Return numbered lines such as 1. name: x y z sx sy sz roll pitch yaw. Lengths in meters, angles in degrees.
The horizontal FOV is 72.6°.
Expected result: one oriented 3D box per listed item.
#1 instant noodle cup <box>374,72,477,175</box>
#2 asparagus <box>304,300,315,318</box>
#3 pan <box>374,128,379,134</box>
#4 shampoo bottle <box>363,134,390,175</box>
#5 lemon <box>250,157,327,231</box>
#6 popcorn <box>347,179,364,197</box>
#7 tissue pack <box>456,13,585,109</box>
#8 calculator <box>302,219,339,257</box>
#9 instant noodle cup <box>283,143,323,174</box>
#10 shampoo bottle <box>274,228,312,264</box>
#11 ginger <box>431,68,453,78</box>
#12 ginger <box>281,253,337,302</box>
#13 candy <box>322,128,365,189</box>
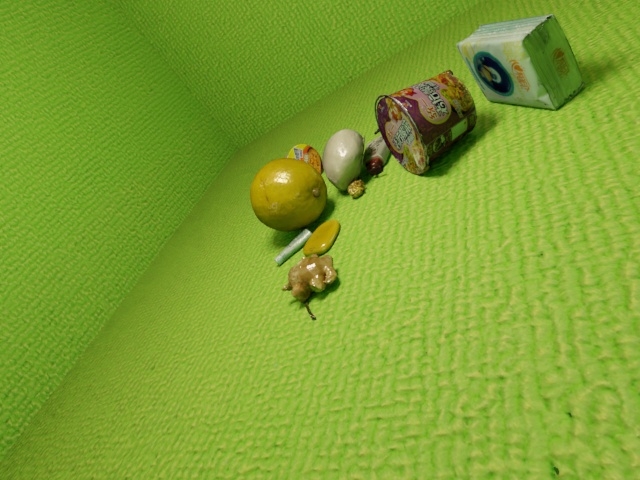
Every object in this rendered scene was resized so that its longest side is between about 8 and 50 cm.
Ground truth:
1. instant noodle cup: 0.405 -0.452 1.647 0.266 0.339 0.340 -30 25 -6
2. asparagus: -0.036 0.231 1.436 0.015 0.014 0.114 -54 25 8
3. pan: 0.366 -0.643 2.288 0.235 0.028 0.136 -42 25 -5
4. shampoo bottle: 0.257 -0.374 1.959 0.153 0.071 0.284 -26 31 32
5. lemon: -0.138 -0.199 1.906 0.348 0.348 0.348 -31 27 18
6. popcorn: 0.154 -0.220 1.859 0.083 0.057 0.082 7 52 52
7. tissue pack: 0.691 -0.626 1.542 0.162 0.287 0.388 -42 26 4
8. calculator: 0.000 0.000 1.736 0.146 0.032 0.234 -14 34 42
9. instant noodle cup: -0.119 -0.396 2.355 0.213 0.213 0.174 -52 19 -23
10. shampoo bottle: -0.115 0.028 1.832 0.191 0.041 0.069 -43 32 -7
11. ginger: 0.601 -0.759 2.096 0.073 0.103 0.162 -37 16 -5
12. ginger: -0.042 0.130 1.509 0.216 0.102 0.157 -27 52 17
13. candy: 0.099 -0.362 1.948 0.295 0.185 0.295 14 -90 -89
